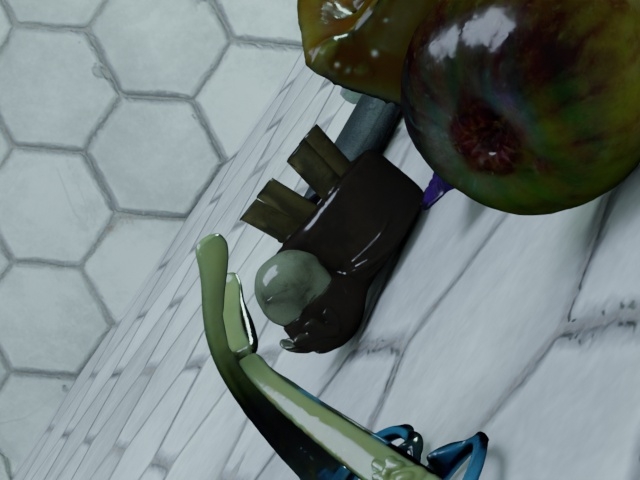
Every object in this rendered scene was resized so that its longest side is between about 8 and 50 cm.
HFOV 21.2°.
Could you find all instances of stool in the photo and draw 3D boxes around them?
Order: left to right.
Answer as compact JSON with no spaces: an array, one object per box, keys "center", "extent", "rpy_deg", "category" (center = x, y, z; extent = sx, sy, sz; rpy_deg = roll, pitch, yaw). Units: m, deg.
[{"center":[0.000,0.000,1.339],"extent":[0.125,0.121,0.217],"rpy_deg":[-45,9,48],"category":"stool"}]

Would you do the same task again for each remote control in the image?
[{"center":[0.075,-0.165,1.772],"extent":[0.377,0.044,0.107],"rpy_deg":[-61,3,-31],"category":"remote control"}]

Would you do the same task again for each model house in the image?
[{"center":[0.107,-0.239,1.368],"extent":[0.239,0.173,0.268],"rpy_deg":[-56,19,24],"category":"model house"}]

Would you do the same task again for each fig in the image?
[{"center":[0.147,-0.120,0.935],"extent":[0.245,0.149,0.149],"rpy_deg":[-47,1,-36],"category":"fig"}]

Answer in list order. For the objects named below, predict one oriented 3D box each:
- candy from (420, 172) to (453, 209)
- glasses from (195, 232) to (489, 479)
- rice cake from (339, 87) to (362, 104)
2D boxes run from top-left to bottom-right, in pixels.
[{"center":[0.152,-0.143,1.163],"extent":[0.275,0.070,0.145],"rpy_deg":[-57,0,30],"category":"candy"},{"center":[0.006,0.082,0.894],"extent":[0.102,0.207,0.239],"rpy_deg":[-22,3,-13],"category":"glasses"},{"center":[0.086,-0.258,1.970],"extent":[0.127,0.043,0.237],"rpy_deg":[-60,-3,-32],"category":"rice cake"}]
